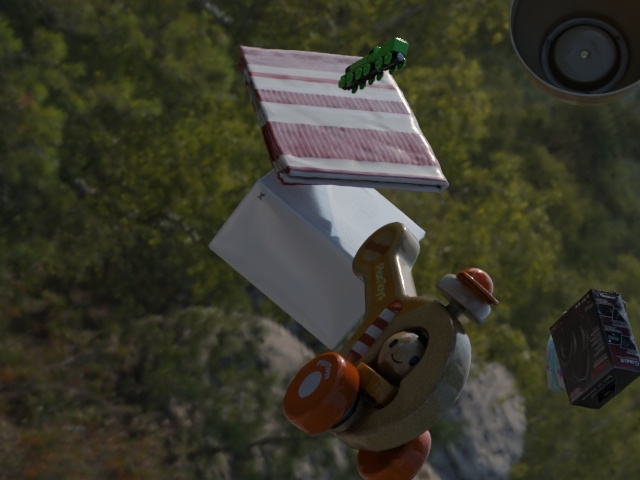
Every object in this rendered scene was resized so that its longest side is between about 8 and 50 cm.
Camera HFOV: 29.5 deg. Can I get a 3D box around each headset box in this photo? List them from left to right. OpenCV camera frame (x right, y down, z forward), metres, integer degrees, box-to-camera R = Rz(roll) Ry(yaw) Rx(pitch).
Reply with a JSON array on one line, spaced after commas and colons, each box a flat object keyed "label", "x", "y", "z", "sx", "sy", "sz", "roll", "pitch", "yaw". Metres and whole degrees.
[{"label": "headset box", "x": 0.223, "y": 0.091, "z": 0.979, "sx": 0.032, "sy": 0.062, "sz": 0.083, "roll": 12, "pitch": 50, "yaw": -23}]

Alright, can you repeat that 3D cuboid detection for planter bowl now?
[{"label": "planter bowl", "x": 0.275, "y": -0.207, "z": 1.251, "sx": 0.109, "sy": 0.162, "sz": 0.162, "roll": 55, "pitch": 11, "yaw": -75}]

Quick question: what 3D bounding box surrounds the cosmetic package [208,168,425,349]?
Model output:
[{"label": "cosmetic package", "x": 0.000, "y": 0.000, "z": 1.711, "sx": 0.224, "sy": 0.138, "sz": 0.225, "roll": 40, "pitch": 25, "yaw": 2}]

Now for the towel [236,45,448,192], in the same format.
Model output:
[{"label": "towel", "x": 0.024, "y": -0.170, "z": 1.697, "sx": 0.237, "sy": 0.037, "sz": 0.329, "roll": 2, "pitch": 37, "yaw": -18}]

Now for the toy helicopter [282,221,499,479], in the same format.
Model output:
[{"label": "toy helicopter", "x": 0.090, "y": 0.076, "z": 1.298, "sx": 0.140, "sy": 0.235, "sz": 0.355, "roll": 41, "pitch": 22, "yaw": -23}]

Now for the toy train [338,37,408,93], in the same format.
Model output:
[{"label": "toy train", "x": 0.039, "y": -0.130, "z": 0.905, "sx": 0.017, "sy": 0.083, "sz": 0.023, "roll": 19, "pitch": 73, "yaw": -25}]

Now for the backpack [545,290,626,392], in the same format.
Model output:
[{"label": "backpack", "x": 0.427, "y": 0.178, "z": 1.927, "sx": 0.182, "sy": 0.115, "sz": 0.152, "roll": -40, "pitch": 116, "yaw": -59}]
